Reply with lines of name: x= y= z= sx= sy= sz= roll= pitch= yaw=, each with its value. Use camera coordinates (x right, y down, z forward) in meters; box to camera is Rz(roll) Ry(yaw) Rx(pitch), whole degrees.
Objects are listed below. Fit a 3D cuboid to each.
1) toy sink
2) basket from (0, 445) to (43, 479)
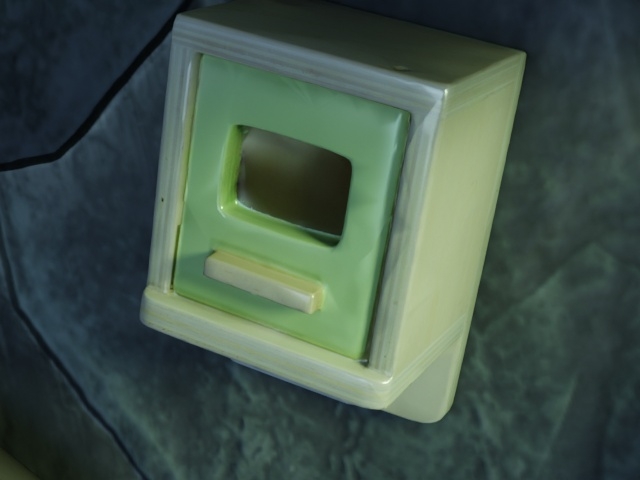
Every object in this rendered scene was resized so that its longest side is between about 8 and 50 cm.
toy sink: x=0.000 y=0.000 z=0.658 sx=0.152 sy=0.131 sz=0.234 roll=19 pitch=114 yaw=21
basket: x=-0.281 y=0.205 z=0.863 sx=0.226 sy=0.154 sz=0.204 roll=27 pitch=114 yaw=13
